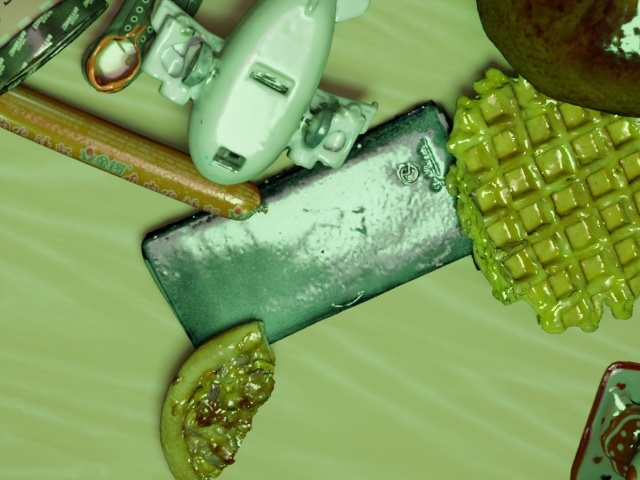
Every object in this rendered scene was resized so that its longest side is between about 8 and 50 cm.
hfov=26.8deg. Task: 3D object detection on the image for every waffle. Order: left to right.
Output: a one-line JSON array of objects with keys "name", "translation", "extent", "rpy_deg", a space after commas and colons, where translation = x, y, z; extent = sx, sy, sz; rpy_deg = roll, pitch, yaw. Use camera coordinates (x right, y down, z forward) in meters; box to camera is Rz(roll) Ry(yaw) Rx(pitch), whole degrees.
[{"name": "waffle", "translation": [0.273, -0.049, 1.508], "extent": [0.307, 0.060, 0.311], "rpy_deg": [9, 94, -17]}]

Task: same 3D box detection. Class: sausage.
[{"name": "sausage", "translation": [-0.218, -0.097, 1.454], "extent": [0.348, 0.053, 0.053], "rpy_deg": [22, 105, -3]}]

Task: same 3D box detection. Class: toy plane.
[{"name": "toy plane", "translation": [-0.056, -0.182, 1.408], "extent": [0.267, 0.122, 0.266], "rpy_deg": [-3, 103, -12]}]

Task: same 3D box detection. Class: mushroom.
[{"name": "mushroom", "translation": [0.342, -0.288, 1.367], "extent": [0.346, 0.259, 0.345], "rpy_deg": [10, 113, 23]}]

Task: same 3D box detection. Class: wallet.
[{"name": "wallet", "translation": [0.000, 0.000, 1.530], "extent": [0.379, 0.046, 0.190], "rpy_deg": [-25, 107, 4]}]

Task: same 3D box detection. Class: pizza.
[{"name": "pizza", "translation": [-0.121, 0.194, 1.552], "extent": [0.127, 0.058, 0.246], "rpy_deg": [25, 116, -23]}]

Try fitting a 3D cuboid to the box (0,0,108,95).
[{"name": "box", "translation": [-0.315, -0.245, 1.373], "extent": [0.151, 0.151, 0.135], "rpy_deg": [-37, 98, 7]}]

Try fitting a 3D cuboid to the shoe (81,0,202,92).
[{"name": "shoe", "translation": [-0.183, -0.231, 1.421], "extent": [0.074, 0.077, 0.194], "rpy_deg": [37, 101, -15]}]

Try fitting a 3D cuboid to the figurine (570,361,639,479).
[{"name": "figurine", "translation": [0.412, 0.276, 1.566], "extent": [0.160, 0.226, 0.183], "rpy_deg": [12, 106, -8]}]
